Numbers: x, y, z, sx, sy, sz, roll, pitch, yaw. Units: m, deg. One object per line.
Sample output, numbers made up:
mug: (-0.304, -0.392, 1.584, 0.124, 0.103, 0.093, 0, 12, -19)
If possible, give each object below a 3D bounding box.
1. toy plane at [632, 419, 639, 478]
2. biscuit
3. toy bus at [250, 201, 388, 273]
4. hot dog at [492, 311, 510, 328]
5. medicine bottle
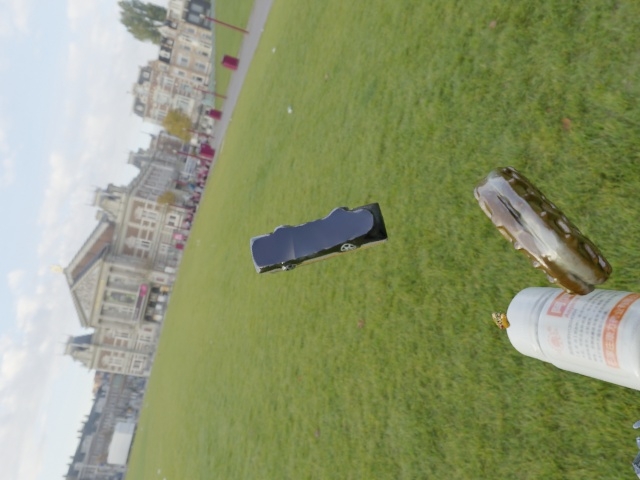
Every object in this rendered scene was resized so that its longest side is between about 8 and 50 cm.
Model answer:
toy plane: (0.255, 0.159, 0.355, 0.083, 0.078, 0.031, -90, 21, -46)
biscuit: (0.462, -0.025, 1.012, 0.103, 0.332, 0.332, -46, 29, 23)
toy bus: (0.000, 0.000, 0.617, 0.072, 0.171, 0.058, 24, -129, -74)
hot dog: (0.448, 0.200, 1.192, 0.037, 0.083, 0.021, 1, 61, 36)
medicine bottle: (0.649, 0.219, 1.153, 0.371, 0.211, 0.211, 178, 105, -69)
